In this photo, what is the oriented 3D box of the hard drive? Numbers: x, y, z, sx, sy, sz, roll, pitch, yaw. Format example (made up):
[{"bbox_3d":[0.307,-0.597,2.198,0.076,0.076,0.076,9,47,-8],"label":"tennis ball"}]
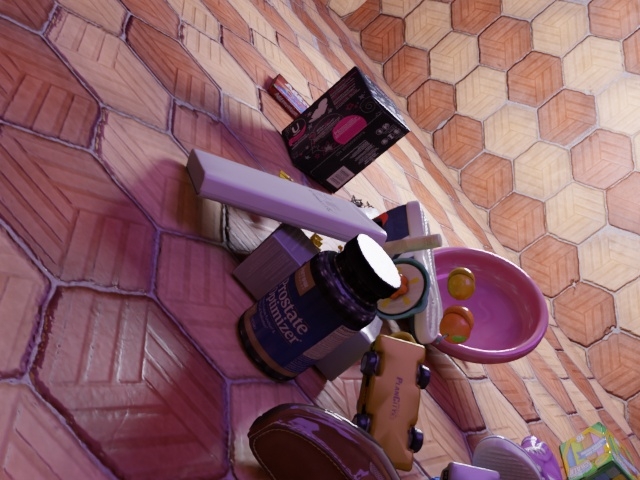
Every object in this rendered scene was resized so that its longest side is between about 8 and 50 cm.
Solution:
[{"bbox_3d":[-0.061,-0.068,1.185,0.308,0.040,0.203,17,13,-20],"label":"hard drive"}]

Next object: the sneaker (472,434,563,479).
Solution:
[{"bbox_3d":[0.339,0.385,1.232,0.282,0.102,0.161,52,28,-29],"label":"sneaker"}]

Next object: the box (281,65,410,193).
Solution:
[{"bbox_3d":[0.058,-0.262,1.720,0.163,0.247,0.142,33,27,-41],"label":"box"}]

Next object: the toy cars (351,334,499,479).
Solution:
[{"bbox_3d":[0.146,0.330,1.035,0.177,0.087,0.393,-24,77,-26],"label":"toy cars"}]

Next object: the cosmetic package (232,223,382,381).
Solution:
[{"bbox_3d":[-0.016,0.093,1.146,0.238,0.107,0.127,46,17,-4],"label":"cosmetic package"}]

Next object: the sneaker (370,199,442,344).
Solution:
[{"bbox_3d":[0.171,0.075,1.555,0.131,0.148,0.350,59,24,-46],"label":"sneaker"}]

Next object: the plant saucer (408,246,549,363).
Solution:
[{"bbox_3d":[0.343,0.155,1.629,0.332,0.084,0.332,5,43,-5],"label":"plant saucer"}]

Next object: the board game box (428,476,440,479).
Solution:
[{"bbox_3d":[0.247,0.454,1.146,0.210,0.047,0.160,20,35,-54],"label":"board game box"}]

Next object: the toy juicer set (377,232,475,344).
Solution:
[{"bbox_3d":[0.186,0.079,1.395,0.089,0.209,0.329,46,22,-45],"label":"toy juicer set"}]

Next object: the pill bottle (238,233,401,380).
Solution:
[{"bbox_3d":[0.000,0.091,1.004,0.123,0.219,0.122,43,21,-21],"label":"pill bottle"}]

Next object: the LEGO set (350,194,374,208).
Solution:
[{"bbox_3d":[0.101,-0.091,1.836,0.083,0.023,0.054,25,21,-32],"label":"LEGO set"}]

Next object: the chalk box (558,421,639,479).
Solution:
[{"bbox_3d":[0.697,0.581,1.770,0.132,0.132,0.213,46,20,-11],"label":"chalk box"}]

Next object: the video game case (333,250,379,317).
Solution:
[{"bbox_3d":[0.065,0.093,1.449,0.166,0.015,0.119,55,21,11],"label":"video game case"}]

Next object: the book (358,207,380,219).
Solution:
[{"bbox_3d":[0.143,-0.015,1.794,0.096,0.035,0.144,1,53,-60],"label":"book"}]

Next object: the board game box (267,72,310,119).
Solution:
[{"bbox_3d":[-0.032,-0.339,1.993,0.281,0.027,0.145,44,19,-16],"label":"board game box"}]

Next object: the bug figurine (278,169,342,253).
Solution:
[{"bbox_3d":[0.000,0.000,1.361,0.279,0.072,0.216,39,29,-16],"label":"bug figurine"}]

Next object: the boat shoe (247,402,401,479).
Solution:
[{"bbox_3d":[0.044,0.325,0.838,0.324,0.123,0.120,45,26,-14],"label":"boat shoe"}]
